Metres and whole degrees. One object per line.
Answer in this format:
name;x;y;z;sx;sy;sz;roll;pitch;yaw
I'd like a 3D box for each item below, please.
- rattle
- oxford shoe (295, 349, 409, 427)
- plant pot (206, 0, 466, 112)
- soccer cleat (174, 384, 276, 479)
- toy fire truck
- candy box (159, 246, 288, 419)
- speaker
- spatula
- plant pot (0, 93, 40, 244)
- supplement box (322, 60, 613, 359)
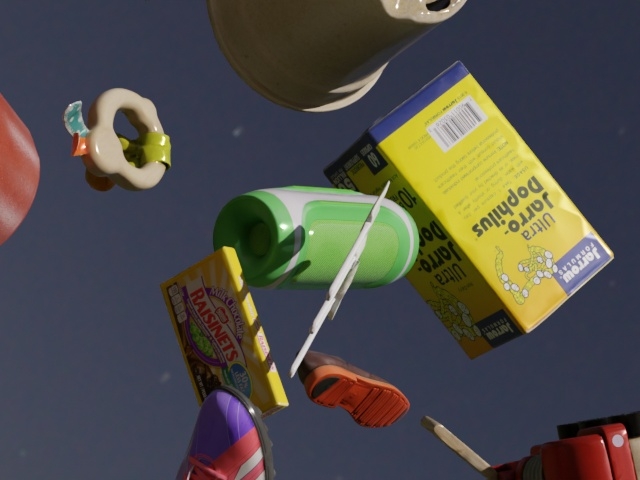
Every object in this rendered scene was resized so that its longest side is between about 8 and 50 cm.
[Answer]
rattle;-0.278;-0.108;1.914;0.143;0.200;0.130;1;-78;29
oxford shoe;0.060;0.257;2.925;0.271;0.097;0.098;32;17;-45
plant pot;0.049;-0.383;2.383;0.334;0.334;0.305;50;-31;-14
soccer cleat;-0.133;0.308;1.836;0.109;0.116;0.318;35;-52;33
toy fire truck;0.265;0.266;1.971;0.217;0.246;0.158;150;-70;-70
candy box;-0.115;0.120;1.914;0.027;0.105;0.206;18;47;-59
speaker;0.000;0.000;2.093;0.131;0.296;0.131;-1;-91;38
spatula;0.023;0.051;1.871;0.019;0.242;0.168;27;-56;1
plant pot;-0.440;-0.109;1.712;0.272;0.272;0.265;29;-11;28
supplement box;0.207;-0.039;2.335;0.356;0.195;0.194;51;-25;0
